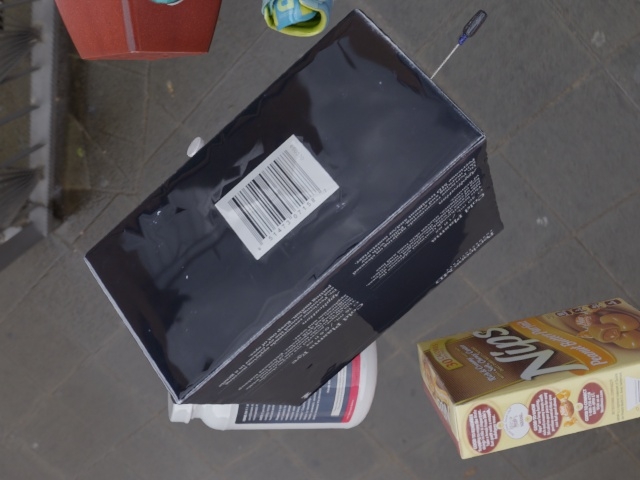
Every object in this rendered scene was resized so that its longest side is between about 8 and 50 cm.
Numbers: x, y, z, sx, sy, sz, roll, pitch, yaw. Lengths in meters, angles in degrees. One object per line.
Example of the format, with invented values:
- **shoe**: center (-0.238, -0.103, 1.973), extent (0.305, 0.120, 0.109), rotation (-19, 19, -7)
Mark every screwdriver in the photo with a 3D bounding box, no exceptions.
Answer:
- **screwdriver**: center (0.247, -0.348, 1.314), extent (0.025, 0.024, 0.170), rotation (42, 110, 21)

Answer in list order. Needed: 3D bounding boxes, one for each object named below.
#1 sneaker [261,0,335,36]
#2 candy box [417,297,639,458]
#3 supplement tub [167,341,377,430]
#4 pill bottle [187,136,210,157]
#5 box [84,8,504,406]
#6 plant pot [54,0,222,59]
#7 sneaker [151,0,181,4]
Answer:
- **sneaker**: center (-0.063, -0.461, 1.129), extent (0.127, 0.208, 0.319), rotation (-10, 144, 33)
- **candy box**: center (0.309, 0.178, 0.975), extent (0.316, 0.183, 0.088), rotation (-11, 108, -4)
- **supplement tub**: center (-0.072, 0.171, 1.015), extent (0.272, 0.191, 0.191), rotation (4, 121, -16)
- **pill bottle**: center (-0.146, -0.112, 1.014), extent (0.083, 0.043, 0.043), rotation (33, 125, -32)
- **box**: center (0.000, 0.000, 0.752), extent (0.343, 0.312, 0.179), rotation (-41, 68, 4)
- **plant pot**: center (-0.338, -0.464, 1.342), extent (0.267, 0.267, 0.236), rotation (6, 105, 40)
- **sneaker**: center (-0.148, -0.369, 0.704), extent (0.106, 0.110, 0.275), rotation (12, 120, -10)
